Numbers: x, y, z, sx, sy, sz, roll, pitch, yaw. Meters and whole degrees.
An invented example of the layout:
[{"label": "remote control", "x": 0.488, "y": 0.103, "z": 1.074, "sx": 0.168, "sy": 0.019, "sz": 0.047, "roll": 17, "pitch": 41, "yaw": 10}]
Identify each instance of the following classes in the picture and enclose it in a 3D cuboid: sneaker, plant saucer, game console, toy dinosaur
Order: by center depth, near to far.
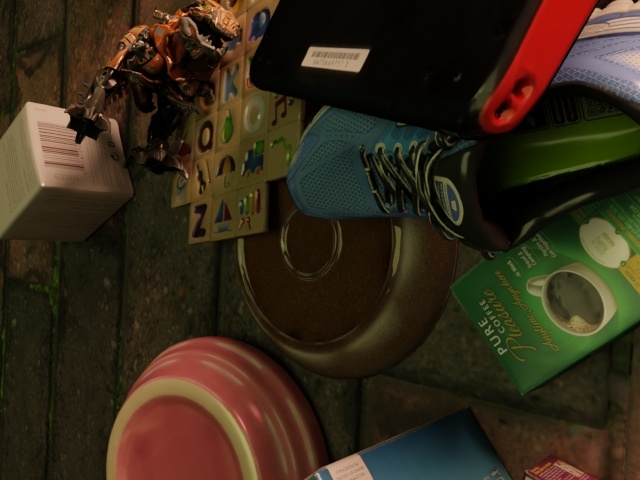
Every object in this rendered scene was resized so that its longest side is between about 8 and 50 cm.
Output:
[{"label": "sneaker", "x": 0.092, "y": -0.066, "z": 0.415, "sx": 0.330, "sy": 0.147, "sz": 0.129, "roll": -11, "pitch": 119, "yaw": 41}, {"label": "game console", "x": 0.091, "y": -0.253, "z": 0.437, "sx": 0.341, "sy": 0.060, "sz": 0.386, "roll": -64, "pitch": 30, "yaw": 6}, {"label": "plant saucer", "x": 0.000, "y": 0.000, "z": 0.635, "sx": 0.311, "sy": 0.050, "sz": 0.310, "roll": -2, "pitch": 88, "yaw": 42}, {"label": "plant saucer", "x": -0.146, "y": 0.286, "z": 0.698, "sx": 0.332, "sy": 0.084, "sz": 0.331, "roll": -2, "pitch": 87, "yaw": 32}, {"label": "toy dinosaur", "x": -0.221, "y": -0.211, "z": 0.772, "sx": 0.322, "sy": 0.165, "sz": 0.218, "roll": -18, "pitch": 53, "yaw": 66}]

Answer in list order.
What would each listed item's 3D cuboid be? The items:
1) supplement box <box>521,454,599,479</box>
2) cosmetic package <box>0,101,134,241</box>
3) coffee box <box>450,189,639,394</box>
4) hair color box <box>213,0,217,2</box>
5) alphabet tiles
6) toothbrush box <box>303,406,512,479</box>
[{"label": "supplement box", "x": 0.201, "y": 0.211, "z": 0.445, "sx": 0.083, "sy": 0.055, "sz": 0.043, "roll": 22, "pitch": 104, "yaw": 40}, {"label": "cosmetic package", "x": -0.432, "y": -0.103, "z": 0.948, "sx": 0.184, "sy": 0.152, "sz": 0.151, "roll": -30, "pitch": 69, "yaw": 36}, {"label": "coffee box", "x": 0.203, "y": 0.028, "z": 0.457, "sx": 0.184, "sy": 0.040, "sz": 0.113, "roll": -48, "pitch": 59, "yaw": 29}, {"label": "hair color box", "x": -0.120, "y": -0.405, "z": 0.735, "sx": 0.167, "sy": 0.053, "sz": 0.093, "roll": -45, "pitch": 48, "yaw": 33}, {"label": "alphabet tiles", "x": -0.110, "y": -0.170, "z": 0.721, "sx": 0.285, "sy": 0.011, "sz": 0.342, "roll": -9, "pitch": 77, "yaw": 49}, {"label": "toothbrush box", "x": 0.098, "y": 0.304, "z": 0.429, "sx": 0.126, "sy": 0.216, "sz": 0.295, "roll": -47, "pitch": 61, "yaw": 31}]
